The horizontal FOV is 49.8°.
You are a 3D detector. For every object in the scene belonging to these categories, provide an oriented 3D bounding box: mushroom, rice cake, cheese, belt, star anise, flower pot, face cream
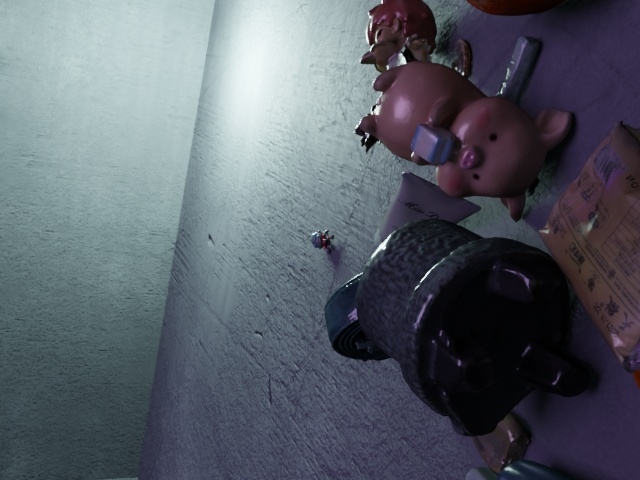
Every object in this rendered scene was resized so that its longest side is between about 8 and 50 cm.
[{"bbox_3d":[0.268,-0.337,1.315,0.049,0.019,0.101,160,114,-63],"label":"mushroom"},{"bbox_3d":[0.319,-0.243,1.175,0.033,0.033,0.207,-111,34,-61],"label":"rice cake"},{"bbox_3d":[0.270,0.302,1.157,0.192,0.038,0.097,45,124,59],"label":"cheese"},{"bbox_3d":[0.128,0.128,1.295,0.267,0.207,0.116,-44,45,40],"label":"belt"},{"bbox_3d":[0.114,-0.256,1.570,0.129,0.056,0.124,-5,69,61],"label":"star anise"},{"bbox_3d":[0.222,0.132,1.020,0.283,0.299,0.298,30,112,58],"label":"flower pot"},{"bbox_3d":[0.177,-0.044,1.285,0.089,0.143,0.314,-64,2,-21],"label":"face cream"}]

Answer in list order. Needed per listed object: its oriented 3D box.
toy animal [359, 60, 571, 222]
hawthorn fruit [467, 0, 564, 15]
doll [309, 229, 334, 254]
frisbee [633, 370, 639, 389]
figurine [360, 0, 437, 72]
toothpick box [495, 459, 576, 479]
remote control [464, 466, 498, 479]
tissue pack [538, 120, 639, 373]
[{"bbox_3d":[0.226,-0.172,1.102,0.256,0.213,0.195,47,129,32],"label":"toy animal"},{"bbox_3d":[0.296,-0.458,1.042,0.307,0.276,0.275,111,158,-74],"label":"hawthorn fruit"},{"bbox_3d":[-0.001,0.001,1.781,0.114,0.039,0.057,13,139,56],"label":"doll"},{"bbox_3d":[0.446,0.132,0.832,0.192,0.035,0.192,-174,90,-65],"label":"frisbee"},{"bbox_3d":[0.158,-0.382,1.376,0.207,0.166,0.386,58,-161,-65],"label":"figurine"},{"bbox_3d":[0.322,0.378,0.942,0.184,0.120,0.120,-160,77,-67],"label":"toothpick box"},{"bbox_3d":[0.251,0.528,1.128,0.140,0.056,0.296,-137,58,-61],"label":"remote control"},{"bbox_3d":[0.391,0.000,0.841,0.256,0.123,0.215,-100,28,-51],"label":"tissue pack"}]
